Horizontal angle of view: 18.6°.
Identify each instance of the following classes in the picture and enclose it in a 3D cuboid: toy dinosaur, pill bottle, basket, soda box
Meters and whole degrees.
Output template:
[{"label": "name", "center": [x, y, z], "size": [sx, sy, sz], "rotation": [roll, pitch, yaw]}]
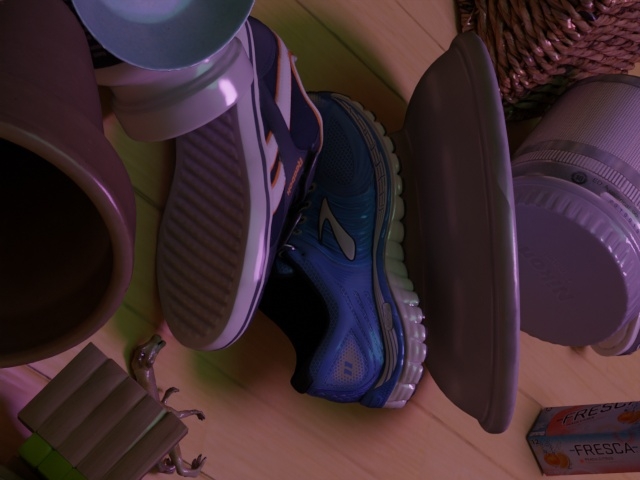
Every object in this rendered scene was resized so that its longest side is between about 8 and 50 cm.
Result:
[{"label": "toy dinosaur", "center": [-0.149, 0.175, 1.685], "size": [0.092, 0.053, 0.183], "rotation": [32, 48, -33]}, {"label": "pill bottle", "center": [-0.165, -0.224, 1.628], "size": [0.153, 0.153, 0.265], "rotation": [-54, 127, -44]}, {"label": "basket", "center": [0.271, -0.289, 2.305], "size": [0.299, 0.223, 0.213], "rotation": [-12, 62, -55]}, {"label": "soda box", "center": [0.333, 0.225, 2.228], "size": [0.058, 0.183, 0.063], "rotation": [-53, 125, -45]}]

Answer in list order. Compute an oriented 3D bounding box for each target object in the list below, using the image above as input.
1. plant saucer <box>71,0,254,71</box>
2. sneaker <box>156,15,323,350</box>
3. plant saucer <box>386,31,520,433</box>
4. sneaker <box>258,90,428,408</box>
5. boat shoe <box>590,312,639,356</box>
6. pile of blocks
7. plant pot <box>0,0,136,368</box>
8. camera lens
[{"label": "plant saucer", "center": [-0.130, -0.230, 1.532], "size": [0.195, 0.037, 0.195], "rotation": [-6, 100, -38]}, {"label": "sneaker", "center": [-0.064, -0.052, 1.765], "size": [0.127, 0.126, 0.321], "rotation": [18, 68, -46]}, {"label": "plant saucer", "center": [0.121, -0.005, 1.944], "size": [0.400, 0.100, 0.400], "rotation": [177, -90, -87]}, {"label": "sneaker", "center": [0.000, 0.000, 1.831], "size": [0.147, 0.130, 0.330], "rotation": [1, 59, -20]}, {"label": "boat shoe", "center": [0.377, 0.002, 2.393], "size": [0.091, 0.109, 0.305], "rotation": [25, 61, -45]}, {"label": "pile of blocks", "center": [-0.222, 0.265, 1.535], "size": [0.112, 0.149, 0.362], "rotation": [114, -5, -72]}, {"label": "plant pot", "center": [-0.255, -0.071, 1.429], "size": [0.263, 0.263, 0.229], "rotation": [52, 28, -37]}, {"label": "camera lens", "center": [0.311, -0.040, 2.200], "size": [0.274, 0.219, 0.219], "rotation": [-50, 124, -40]}]
